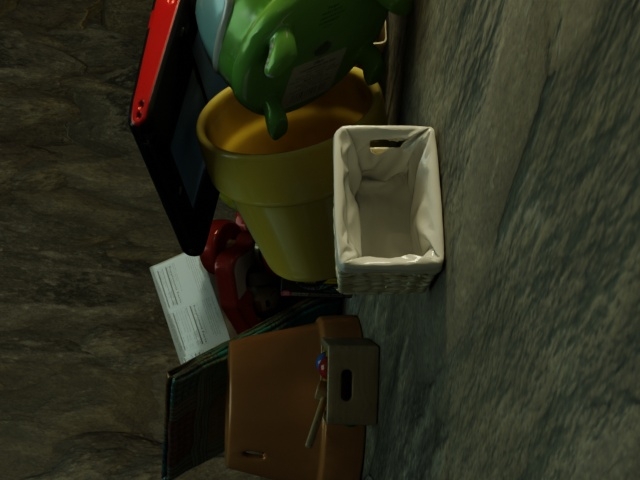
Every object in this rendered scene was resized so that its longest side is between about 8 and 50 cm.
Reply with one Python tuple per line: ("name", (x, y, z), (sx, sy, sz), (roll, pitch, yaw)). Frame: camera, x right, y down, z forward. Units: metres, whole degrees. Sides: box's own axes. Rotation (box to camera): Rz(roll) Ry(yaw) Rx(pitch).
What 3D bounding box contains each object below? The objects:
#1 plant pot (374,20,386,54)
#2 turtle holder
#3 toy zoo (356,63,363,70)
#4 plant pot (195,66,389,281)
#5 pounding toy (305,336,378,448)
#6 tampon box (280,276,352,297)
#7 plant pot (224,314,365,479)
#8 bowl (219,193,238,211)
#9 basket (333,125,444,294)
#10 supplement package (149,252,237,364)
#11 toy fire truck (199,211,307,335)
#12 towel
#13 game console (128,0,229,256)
("plant pot", (0.041, -0.305, 1.753), (0.096, 0.109, 0.109), (70, -161, -72))
("turtle holder", (-0.050, -0.303, 1.514), (0.227, 0.243, 0.320), (52, 179, 19))
("toy zoo", (-0.017, -0.326, 1.863), (0.030, 0.192, 0.293), (-105, 18, -69))
("plant pot", (-0.022, -0.083, 1.702), (0.254, 0.254, 0.239), (-97, -5, -56))
("pounding toy", (0.025, 0.213, 1.748), (0.130, 0.100, 0.141), (-163, 75, -84))
("tampon box", (0.000, 0.000, 1.952), (0.161, 0.120, 0.101), (97, 173, -45))
("plant pot", (-0.047, 0.259, 1.951), (0.291, 0.203, 0.291), (-178, 90, -84))
("bowl", (-0.036, -0.167, 2.031), (0.156, 0.289, 0.290), (16, 110, 39))
("basket", (0.069, -0.029, 1.344), (0.103, 0.113, 0.167), (95, 174, -67))
("supplement package", (-0.162, 0.138, 2.295), (0.145, 0.204, 0.262), (-22, 84, 38))
("toy fire truck", (-0.078, 0.066, 2.196), (0.302, 0.169, 0.254), (-38, -57, -54))
("towel", (-0.116, 0.251, 2.146), (0.040, 0.370, 0.271), (38, 138, 33))
("game console", (-0.173, -0.204, 1.721), (0.386, 0.060, 0.342), (78, -163, -63))
